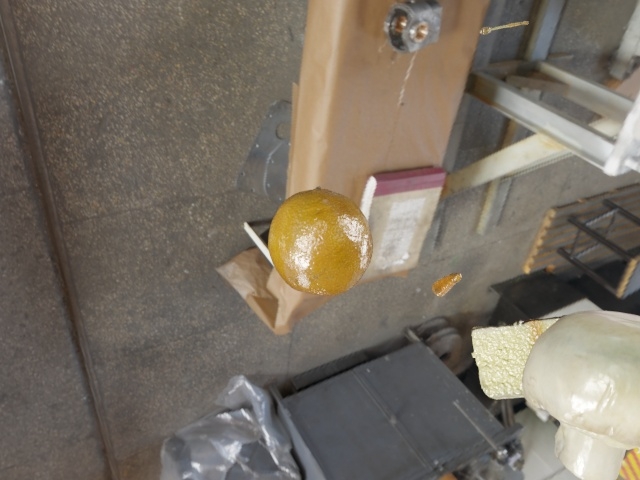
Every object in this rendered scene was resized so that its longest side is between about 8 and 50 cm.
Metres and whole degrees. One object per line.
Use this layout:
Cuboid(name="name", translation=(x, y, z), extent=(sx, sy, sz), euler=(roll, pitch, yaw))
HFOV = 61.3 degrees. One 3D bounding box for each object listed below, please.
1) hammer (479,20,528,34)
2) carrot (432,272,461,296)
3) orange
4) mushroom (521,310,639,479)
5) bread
Cuboid(name="hammer", translation=(0.337, -0.393, 0.992), extent=(0.029, 0.123, 0.014), euler=(-20, 109, -14))
Cuboid(name="carrot", translation=(0.463, 0.149, 1.946), extent=(0.061, 0.061, 0.209), euler=(-29, 167, -16))
Cuboid(name="orange", translation=(0.000, 0.000, 1.296), extent=(0.264, 0.264, 0.264), euler=(-21, 135, -23))
Cuboid(name="mushroom", translation=(0.389, 0.216, 0.717), extent=(0.261, 0.254, 0.234), euler=(8, 93, -18))
Cuboid(name="bread", translation=(0.419, 0.225, 1.025), extent=(0.240, 0.135, 0.178), euler=(-12, 159, 16))
